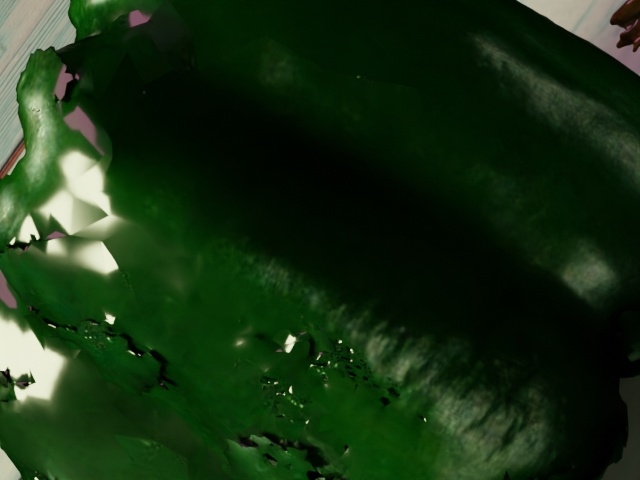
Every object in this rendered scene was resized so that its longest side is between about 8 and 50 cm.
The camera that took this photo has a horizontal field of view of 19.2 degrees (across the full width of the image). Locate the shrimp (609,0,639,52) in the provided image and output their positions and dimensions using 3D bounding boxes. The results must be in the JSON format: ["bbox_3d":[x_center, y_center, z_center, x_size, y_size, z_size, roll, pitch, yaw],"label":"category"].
[{"bbox_3d":[0.206,-0.167,0.796,0.236,0.053,0.133,-49,28,4],"label":"shrimp"}]

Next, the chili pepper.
[{"bbox_3d":[0.000,0.000,0.706,0.233,0.256,0.248,-45,13,53],"label":"chili pepper"}]
